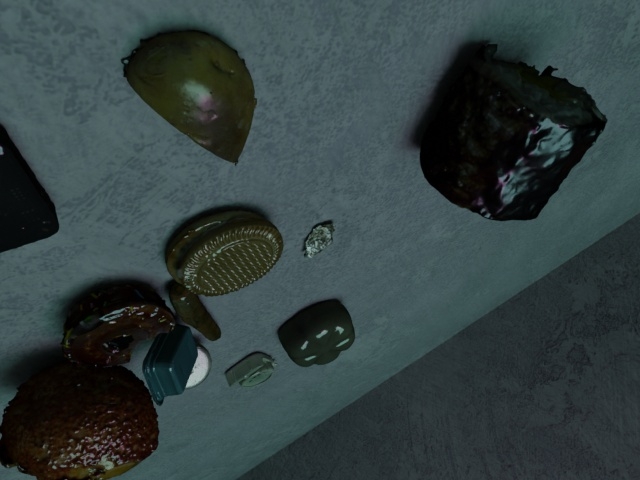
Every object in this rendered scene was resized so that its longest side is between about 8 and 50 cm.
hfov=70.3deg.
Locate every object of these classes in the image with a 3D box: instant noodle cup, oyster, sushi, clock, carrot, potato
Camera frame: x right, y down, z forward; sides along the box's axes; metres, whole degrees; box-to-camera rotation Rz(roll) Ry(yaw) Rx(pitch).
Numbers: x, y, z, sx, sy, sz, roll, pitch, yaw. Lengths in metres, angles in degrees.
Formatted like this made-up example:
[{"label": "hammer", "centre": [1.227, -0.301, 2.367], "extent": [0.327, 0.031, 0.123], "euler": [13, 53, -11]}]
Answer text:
[{"label": "instant noodle cup", "centre": [-0.364, 0.295, 1.127], "extent": [0.070, 0.179, 0.157], "euler": [2, 126, 7]}, {"label": "oyster", "centre": [-0.001, 0.000, 1.181], "extent": [0.098, 0.037, 0.100], "euler": [-23, 148, -15]}, {"label": "sushi", "centre": [0.396, -0.214, 0.973], "extent": [0.281, 0.299, 0.294], "euler": [-24, 150, -43]}, {"label": "clock", "centre": [-0.234, 0.473, 1.635], "extent": [0.151, 0.062, 0.191], "euler": [-37, 149, 9]}, {"label": "carrot", "centre": [-0.315, 0.202, 1.175], "extent": [0.070, 0.070, 0.342], "euler": [-25, 150, -10]}, {"label": "potato", "centre": [-0.156, -0.213, 0.688], "extent": [0.138, 0.098, 0.243], "euler": [-42, 149, 14]}]

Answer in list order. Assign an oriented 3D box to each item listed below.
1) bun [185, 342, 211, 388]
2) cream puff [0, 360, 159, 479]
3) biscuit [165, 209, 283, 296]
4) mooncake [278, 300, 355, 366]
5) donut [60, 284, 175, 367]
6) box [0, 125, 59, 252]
[{"label": "bun", "centre": [-0.387, 0.346, 1.296], "extent": [0.138, 0.094, 0.138], "euler": [-9, 107, -33]}, {"label": "cream puff", "centre": [-0.537, 0.396, 1.052], "extent": [0.350, 0.350, 0.229], "euler": [25, 80, -54]}, {"label": "biscuit", "centre": [-0.208, 0.031, 1.006], "extent": [0.259, 0.079, 0.259], "euler": [-23, 150, -14]}, {"label": "mooncake", "centre": [-0.004, 0.326, 1.560], "extent": [0.274, 0.135, 0.275], "euler": [-20, 144, -15]}, {"label": "donut", "centre": [-0.450, 0.183, 0.997], "extent": [0.230, 0.096, 0.216], "euler": [-41, 145, 17]}, {"label": "box", "centre": [-0.576, -0.031, 0.619], "extent": [0.349, 0.058, 0.211], "euler": [-21, 147, -17]}]
